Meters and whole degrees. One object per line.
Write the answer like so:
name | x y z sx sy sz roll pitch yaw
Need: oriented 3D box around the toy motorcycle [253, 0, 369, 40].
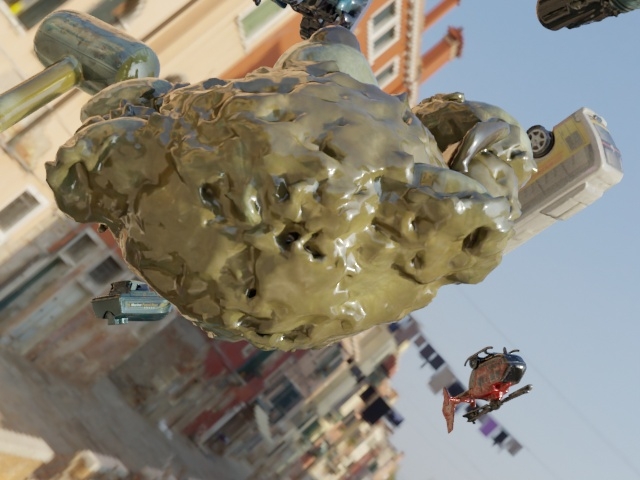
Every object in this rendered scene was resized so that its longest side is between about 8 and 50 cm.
toy motorcycle | 0.013 -0.395 1.221 0.172 0.232 0.416 27 5 6

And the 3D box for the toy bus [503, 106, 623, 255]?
toy bus | 0.260 -0.058 1.190 0.092 0.268 0.106 15 46 -50

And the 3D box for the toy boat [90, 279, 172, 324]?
toy boat | -0.247 0.086 1.259 0.141 0.055 0.060 8 74 -61

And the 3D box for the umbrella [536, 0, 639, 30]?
umbrella | 0.254 -0.202 0.631 0.053 0.052 0.250 24 -26 -35

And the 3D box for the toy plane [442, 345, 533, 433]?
toy plane | 0.164 0.149 0.926 0.145 0.037 0.060 -44 -134 49

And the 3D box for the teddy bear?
teddy bear | -0.014 -0.021 0.455 0.267 0.156 0.256 4 -5 3

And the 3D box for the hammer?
hammer | -0.393 -0.228 1.333 0.202 0.305 0.113 27 -47 21
